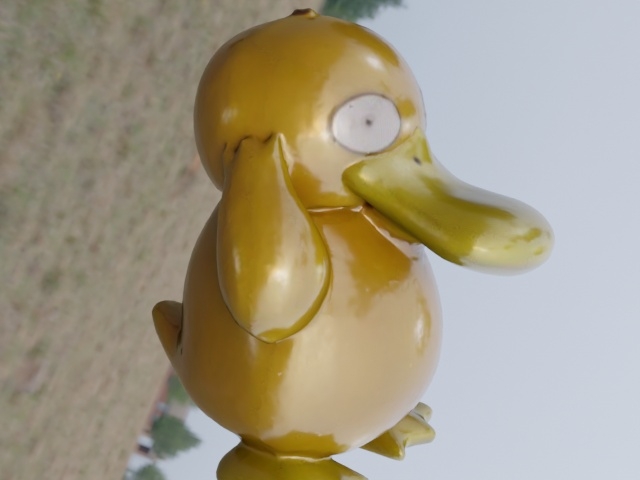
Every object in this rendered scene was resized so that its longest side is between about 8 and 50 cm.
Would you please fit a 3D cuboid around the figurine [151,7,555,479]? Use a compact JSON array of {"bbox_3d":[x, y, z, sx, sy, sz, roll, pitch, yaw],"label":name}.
[{"bbox_3d":[0.000,0.010,0.630,0.228,0.215,0.215,-62,-174,24],"label":"figurine"}]
